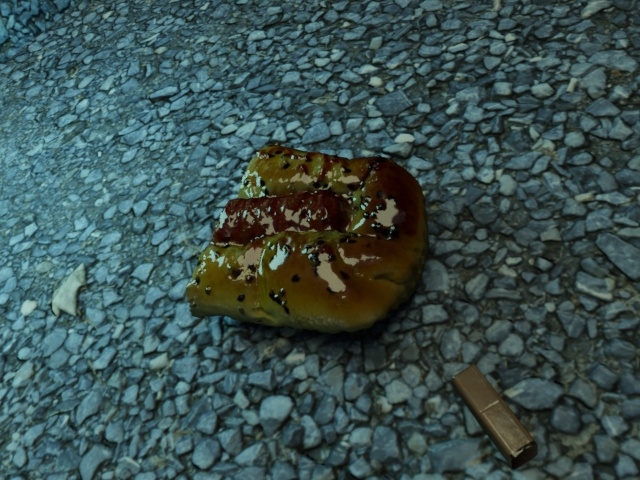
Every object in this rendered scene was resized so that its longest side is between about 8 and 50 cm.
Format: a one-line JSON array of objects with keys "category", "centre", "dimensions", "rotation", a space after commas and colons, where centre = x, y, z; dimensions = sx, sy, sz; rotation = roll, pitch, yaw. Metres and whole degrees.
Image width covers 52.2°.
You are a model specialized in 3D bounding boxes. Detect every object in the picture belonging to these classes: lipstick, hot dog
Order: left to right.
[{"category": "hot dog", "centre": [0.000, 0.000, 1.130], "dimensions": [0.365, 0.196, 0.367], "rotation": [12, 60, 22]}, {"category": "lipstick", "centre": [0.247, 0.249, 0.935], "dimensions": [0.045, 0.045, 0.145], "rotation": [-31, 50, -4]}]
